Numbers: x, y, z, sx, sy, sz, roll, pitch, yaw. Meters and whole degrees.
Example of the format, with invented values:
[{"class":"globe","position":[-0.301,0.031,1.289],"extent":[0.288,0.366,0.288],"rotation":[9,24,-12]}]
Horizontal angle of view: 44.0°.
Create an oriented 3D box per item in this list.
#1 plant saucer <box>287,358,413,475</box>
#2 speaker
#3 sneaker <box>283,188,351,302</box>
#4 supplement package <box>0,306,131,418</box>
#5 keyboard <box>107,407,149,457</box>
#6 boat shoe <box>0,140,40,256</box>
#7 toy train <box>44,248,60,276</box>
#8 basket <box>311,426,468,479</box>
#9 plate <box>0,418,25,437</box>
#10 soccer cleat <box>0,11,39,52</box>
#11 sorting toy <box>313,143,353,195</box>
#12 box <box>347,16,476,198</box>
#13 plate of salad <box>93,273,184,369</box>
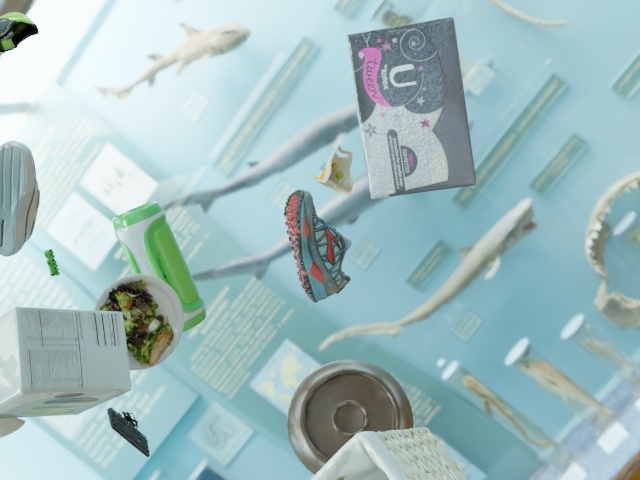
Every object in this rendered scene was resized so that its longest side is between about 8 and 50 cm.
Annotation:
[{"class":"plant saucer","position":[0.072,0.437,1.933],"extent":[0.310,0.311,0.050],"rotation":[-52,-14,-16]},{"class":"speaker","position":[-0.371,0.065,1.835],"extent":[0.131,0.296,0.131],"rotation":[-20,12,5]},{"class":"sneaker","position":[0.000,0.000,1.711],"extent":[0.125,0.261,0.104],"rotation":[-20,29,-15]},{"class":"supplement package","position":[-0.476,0.218,1.390],"extent":[0.203,0.149,0.194],"rotation":[9,-28,-45]},{"class":"keyboard","position":[-0.495,0.488,2.077],"extent":[0.038,0.100,0.192],"rotation":[-30,-42,-2]},{"class":"boat shoe","position":[-0.523,-0.080,1.359],"extent":[0.226,0.083,0.075],"rotation":[-65,-3,32]},{"class":"toy train","position":[-0.684,0.058,2.017],"extent":[0.024,0.017,0.083],"rotation":[-25,-50,-29]},{"class":"basket","position":[0.138,0.589,1.575],"extent":[0.328,0.331,0.267],"rotation":[-50,-31,21]},{"class":"plate","position":[-0.730,0.346,1.465],"extent":[0.278,0.277,0.045],"rotation":[-27,51,44]},{"class":"soccer cleat","position":[-0.587,-0.354,1.411],"extent":[0.179,0.072,0.060],"rotation":[-42,-34,-30]},{"class":"sorting toy","position":[0.029,-0.129,1.405],"extent":[0.083,0.045,0.075],"rotation":[25,-91,-55]},{"class":"box","position":[0.137,-0.197,1.207],"extent":[0.164,0.247,0.142],"rotation":[-8,5,7]},{"class":"plate of salad","position":[-0.371,0.169,1.639],"extent":[0.199,0.200,0.048],"rotation":[-52,25,-22]}]
